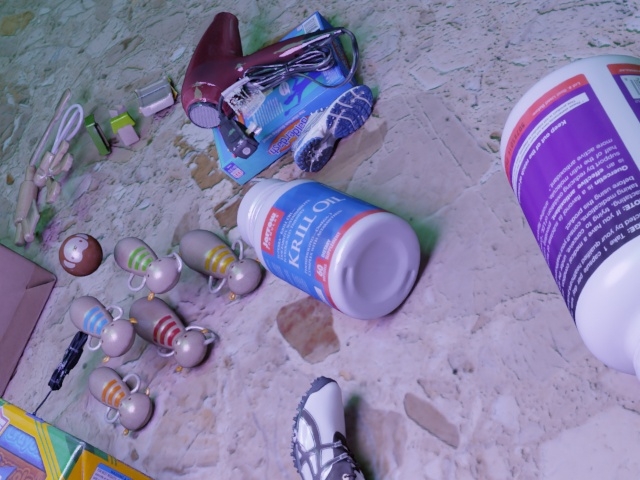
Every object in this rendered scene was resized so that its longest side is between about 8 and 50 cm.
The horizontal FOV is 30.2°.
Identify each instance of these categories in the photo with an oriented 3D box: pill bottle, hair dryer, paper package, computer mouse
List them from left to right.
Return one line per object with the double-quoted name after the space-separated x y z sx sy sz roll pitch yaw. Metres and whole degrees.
-0.600 0.138 1.776 0.325 0.168 0.309 2 64 43 "paper package"
-0.359 0.229 1.554 0.242 0.041 0.071 -61 6 7 "computer mouse"
-0.084 -0.226 1.591 0.223 0.080 0.293 -37 45 -8 "hair dryer"
0.000 0.000 1.358 0.221 0.124 0.124 24 79 49 "pill bottle"
0.288 -0.008 1.053 0.181 0.181 0.323 -34 43 19 "pill bottle"

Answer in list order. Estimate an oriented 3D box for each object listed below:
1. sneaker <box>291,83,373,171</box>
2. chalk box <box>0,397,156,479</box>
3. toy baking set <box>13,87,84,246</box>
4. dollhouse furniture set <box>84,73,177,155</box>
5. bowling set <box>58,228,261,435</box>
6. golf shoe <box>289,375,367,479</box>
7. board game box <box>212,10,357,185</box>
0.009 -0.154 1.523 0.135 0.052 0.058 -45 36 6 "sneaker"
-0.334 0.307 1.392 0.289 0.180 0.179 15 72 46 "chalk box"
-0.427 -0.112 1.874 0.197 0.030 0.256 -43 37 35 "toy baking set"
-0.286 -0.191 1.844 0.151 0.058 0.076 -25 35 0 "dollhouse furniture set"
-0.231 0.085 1.460 0.154 0.200 0.287 28 86 48 "bowling set"
0.017 0.236 1.214 0.094 0.077 0.198 -6 64 27 "golf shoe"
-0.056 -0.194 1.614 0.210 0.047 0.160 -35 43 18 "board game box"
